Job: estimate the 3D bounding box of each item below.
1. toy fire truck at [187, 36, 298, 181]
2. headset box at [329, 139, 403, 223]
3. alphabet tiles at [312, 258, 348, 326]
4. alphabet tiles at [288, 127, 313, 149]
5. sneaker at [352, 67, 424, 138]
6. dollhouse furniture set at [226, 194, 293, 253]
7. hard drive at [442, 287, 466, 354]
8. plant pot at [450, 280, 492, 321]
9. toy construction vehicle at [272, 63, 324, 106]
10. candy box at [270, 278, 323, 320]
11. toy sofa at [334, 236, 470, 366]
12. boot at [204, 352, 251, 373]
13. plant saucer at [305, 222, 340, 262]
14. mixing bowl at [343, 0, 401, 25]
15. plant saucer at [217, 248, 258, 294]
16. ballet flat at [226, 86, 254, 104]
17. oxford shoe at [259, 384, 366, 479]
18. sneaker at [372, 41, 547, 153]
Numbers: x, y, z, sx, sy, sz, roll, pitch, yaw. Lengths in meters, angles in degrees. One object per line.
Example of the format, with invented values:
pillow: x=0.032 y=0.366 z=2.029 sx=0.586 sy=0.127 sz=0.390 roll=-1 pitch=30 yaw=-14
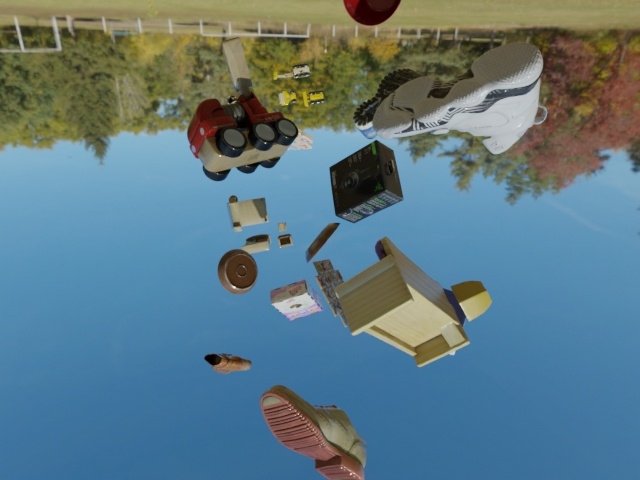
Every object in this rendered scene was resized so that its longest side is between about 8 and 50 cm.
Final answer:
toy fire truck: x=-0.188 y=-0.284 z=0.954 sx=0.217 sy=0.158 sz=0.246 roll=-24 pitch=-102 yaw=-40
headset box: x=0.194 y=-0.244 z=1.852 sx=0.283 sy=0.246 sz=0.131 roll=-24 pitch=151 yaw=37
alphabet tiles: x=0.068 y=0.209 z=1.844 sx=0.011 sy=0.284 sz=0.342 roll=-29 pitch=172 yaw=15
alphabet tiles: x=-0.174 y=-0.388 z=1.650 sx=0.284 sy=0.021 sz=0.278 roll=5 pitch=172 yaw=36
sneaker: x=0.266 y=-0.521 z=1.703 sx=0.330 sy=0.147 sz=0.130 roll=-43 pitch=-121 yaw=-3
dollhouse furniture set: x=-0.311 y=-0.111 z=2.309 sx=0.287 sy=0.302 sz=0.198 roll=-12 pitch=-168 yaw=-2
hard drive: x=0.493 y=0.317 z=1.855 sx=0.211 sy=0.040 sz=0.318 roll=17 pitch=-140 yaw=20
plant pot: x=0.428 y=0.160 z=1.247 sx=0.083 sy=0.081 sz=0.081 roll=-28 pitch=-153 yaw=13
toy construction vehicle: x=-0.048 y=-0.330 z=0.958 sx=0.098 sy=0.085 sz=0.035 roll=-14 pitch=-169 yaw=-8
candy box: x=-0.099 y=0.256 z=1.891 sx=0.165 sy=0.196 sz=0.070 roll=-18 pitch=-125 yaw=11
toy sofa: x=0.191 y=0.155 z=1.035 sx=0.150 sy=0.363 sz=0.177 roll=-34 pitch=-130 yaw=19
boot: x=-0.369 y=0.442 z=1.623 sx=0.197 sy=0.072 sz=0.152 roll=-14 pitch=154 yaw=33
plant saucer: x=0.000 y=0.000 z=1.692 sx=0.036 sy=0.198 sz=0.198 roll=39 pitch=-152 yaw=-3
mixing bowl: x=0.165 y=-0.718 z=1.283 sx=0.182 sy=0.181 sz=0.098 roll=13 pitch=-153 yaw=22
plant saucer: x=-0.293 y=0.112 z=1.621 sx=0.169 sy=0.168 sz=0.029 roll=-22 pitch=-175 yaw=-41
ballet flat: x=-0.215 y=-0.352 z=1.246 sx=0.106 sy=0.107 sz=0.316 roll=-17 pitch=-149 yaw=-5
oxford shoe: x=-0.012 y=0.502 z=1.205 sx=0.141 sy=0.396 sz=0.146 roll=-22 pitch=-153 yaw=33
sneaker: x=0.314 y=-0.275 z=0.998 sx=0.366 sy=0.210 sz=0.137 roll=-16 pitch=-125 yaw=29
